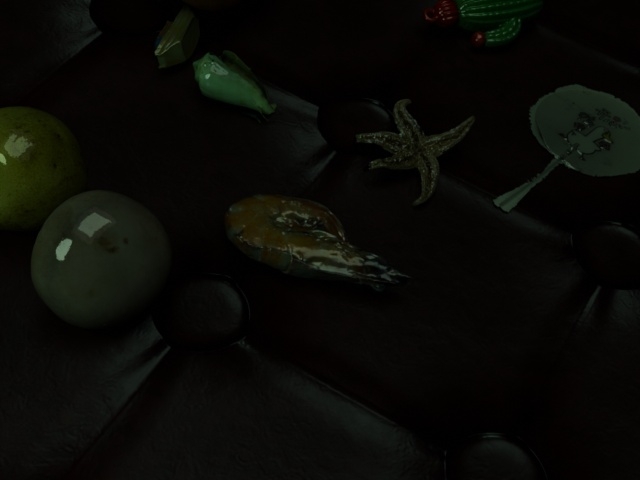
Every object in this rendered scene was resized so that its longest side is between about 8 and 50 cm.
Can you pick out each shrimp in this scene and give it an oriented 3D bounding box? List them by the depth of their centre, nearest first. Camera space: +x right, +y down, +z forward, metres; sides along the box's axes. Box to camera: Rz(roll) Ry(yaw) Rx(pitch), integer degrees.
[{"bbox_3d":[0.000,0.000,1.758,0.317,0.062,0.164,19,47,9],"label":"shrimp"}]

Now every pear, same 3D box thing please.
[{"bbox_3d":[-0.449,-0.109,1.691,0.197,0.197,0.197,5,50,-6],"label":"pear"}]

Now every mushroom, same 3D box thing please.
[{"bbox_3d":[-0.326,0.025,1.621,0.204,0.204,0.204,5,50,-6],"label":"mushroom"}]

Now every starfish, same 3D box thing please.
[{"bbox_3d":[0.170,-0.158,1.923,0.238,0.057,0.213,-16,63,-17],"label":"starfish"}]

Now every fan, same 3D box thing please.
[{"bbox_3d":[0.447,-0.160,1.997,0.233,0.012,0.415,36,53,20],"label":"fan"}]

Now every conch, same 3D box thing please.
[{"bbox_3d":[-0.146,-0.279,1.961,0.170,0.079,0.106,31,57,-4],"label":"conch"}]

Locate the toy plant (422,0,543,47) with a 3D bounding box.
[{"bbox_3d":[0.329,-0.447,2.169,0.240,0.088,0.154,-37,80,-25],"label":"toy plant"}]

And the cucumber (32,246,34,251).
[{"bbox_3d":[-0.376,-0.025,1.727,0.039,0.039,0.168,40,57,22],"label":"cucumber"}]

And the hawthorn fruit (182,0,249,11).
[{"bbox_3d":[-0.226,-0.568,2.062,0.298,0.277,0.277,18,49,21],"label":"hawthorn fruit"}]

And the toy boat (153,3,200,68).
[{"bbox_3d":[-0.261,-0.375,2.025,0.066,0.065,0.172,3,44,18],"label":"toy boat"}]
